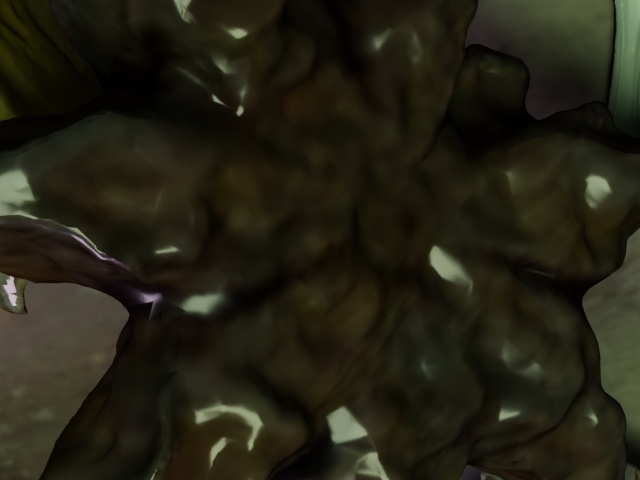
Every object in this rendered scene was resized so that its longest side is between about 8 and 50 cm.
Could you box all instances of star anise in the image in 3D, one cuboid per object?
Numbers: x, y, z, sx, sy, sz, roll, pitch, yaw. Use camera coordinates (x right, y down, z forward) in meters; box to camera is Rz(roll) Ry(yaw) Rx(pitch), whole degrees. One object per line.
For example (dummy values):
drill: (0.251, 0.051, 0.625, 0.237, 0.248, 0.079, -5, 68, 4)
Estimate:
star anise: (0.012, -0.014, 0.602, 0.315, 0.108, 0.315, 0, 90, -28)

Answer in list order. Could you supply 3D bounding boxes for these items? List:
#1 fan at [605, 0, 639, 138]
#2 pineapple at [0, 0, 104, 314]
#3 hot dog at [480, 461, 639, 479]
fan: (0.117, -0.121, 0.643, 0.152, 0.008, 0.227, 2, 119, 4)
pineapple: (-0.164, -0.073, 0.640, 0.236, 0.114, 0.186, 21, 120, -3)
hot dog: (0.134, 0.191, 0.788, 0.131, 0.069, 0.253, -34, 114, 12)
